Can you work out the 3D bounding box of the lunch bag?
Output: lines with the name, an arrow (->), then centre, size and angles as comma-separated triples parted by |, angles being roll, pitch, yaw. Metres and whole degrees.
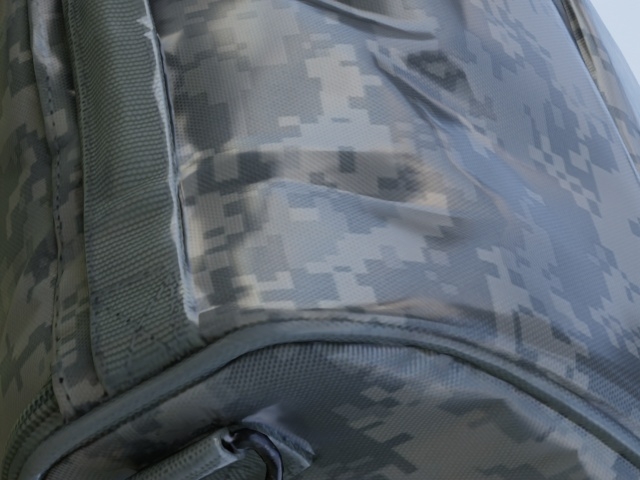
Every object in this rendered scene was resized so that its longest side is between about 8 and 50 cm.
lunch bag -> 0.000, 0.000, 0.547 | 0.256, 0.213, 0.305 | 50, 21, -43
